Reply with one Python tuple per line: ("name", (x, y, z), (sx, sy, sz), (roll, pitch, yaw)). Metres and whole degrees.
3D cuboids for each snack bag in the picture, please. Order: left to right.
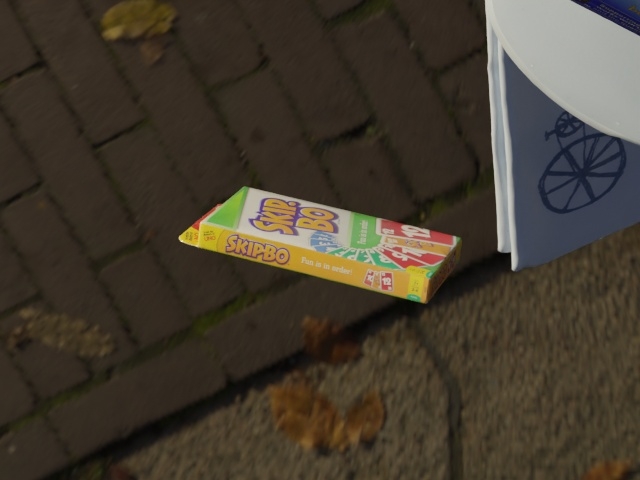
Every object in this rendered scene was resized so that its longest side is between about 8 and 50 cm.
("snack bag", (0.299, -0.141, 1.512), (0.343, 0.037, 0.323), (-22, 140, -9))

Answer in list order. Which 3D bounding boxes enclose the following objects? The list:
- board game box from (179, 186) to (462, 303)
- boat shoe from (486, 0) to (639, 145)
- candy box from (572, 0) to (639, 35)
("board game box", (0.000, 0.000, 1.783), (0.260, 0.124, 0.039), (11, 112, 15))
("boat shoe", (0.297, -0.129, 1.219), (0.367, 0.156, 0.135), (20, 116, 12))
("candy box", (0.256, -0.174, 0.871), (0.268, 0.317, 0.122), (25, 78, -11))
